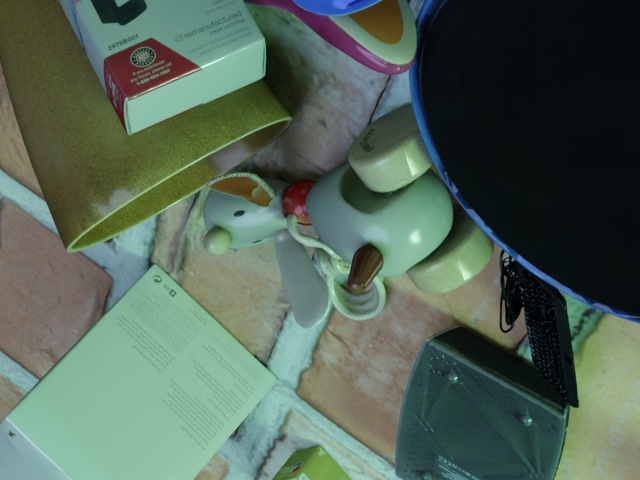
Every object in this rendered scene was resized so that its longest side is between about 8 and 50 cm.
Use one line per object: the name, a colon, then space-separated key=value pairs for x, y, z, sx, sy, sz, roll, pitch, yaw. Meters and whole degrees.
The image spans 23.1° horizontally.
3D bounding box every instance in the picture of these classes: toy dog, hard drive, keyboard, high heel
toy dog: x=0.000 y=0.000 z=1.434 sx=0.220 sy=0.161 sz=0.333 roll=46 pitch=146 yaw=-7
hard drive: x=0.165 y=0.197 z=1.587 sx=0.172 sy=0.054 sz=0.255 roll=29 pitch=144 yaw=17
keyboard: x=0.188 y=0.079 z=1.402 sx=0.100 sy=0.038 sz=0.192 roll=57 pitch=171 yaw=36
high heel: x=-0.009 y=-0.185 z=1.258 sx=0.244 sy=0.082 sz=0.117 roll=47 pitch=143 yaw=28

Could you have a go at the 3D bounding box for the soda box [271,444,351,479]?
soda box: x=0.026 y=0.331 z=1.869 sx=0.181 sy=0.058 sz=0.061 roll=50 pitch=145 yaw=-12

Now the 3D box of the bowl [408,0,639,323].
bowl: x=0.238 y=-0.088 z=1.181 sx=0.391 sy=0.077 sz=0.391 roll=26 pitch=143 yaw=22

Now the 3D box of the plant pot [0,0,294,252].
plant pot: x=-0.188 y=-0.156 z=1.416 sx=0.254 sy=0.237 sz=0.237 roll=60 pitch=145 yaw=1

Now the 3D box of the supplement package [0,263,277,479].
supplement package: x=-0.230 y=0.208 z=1.798 sx=0.199 sy=0.263 sz=0.198 roll=44 pitch=146 yaw=-3

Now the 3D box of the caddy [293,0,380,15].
caddy: x=-0.006 y=-0.320 z=1.077 sx=0.241 sy=0.179 sz=0.341 roll=19 pitch=146 yaw=-6

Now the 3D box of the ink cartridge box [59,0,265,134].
ink cartridge box: x=-0.140 y=-0.195 z=1.294 sx=0.175 sy=0.127 sz=0.072 roll=61 pitch=168 yaw=17
